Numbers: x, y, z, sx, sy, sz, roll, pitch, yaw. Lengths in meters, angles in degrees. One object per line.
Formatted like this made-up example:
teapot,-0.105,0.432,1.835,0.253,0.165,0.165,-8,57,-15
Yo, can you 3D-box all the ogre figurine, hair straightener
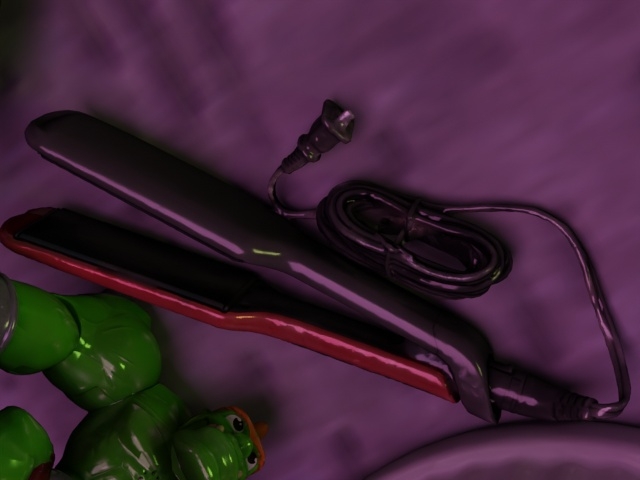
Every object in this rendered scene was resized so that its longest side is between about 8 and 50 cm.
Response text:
ogre figurine,-0.082,0.091,0.502,0.197,0.118,0.097,51,123,10
hair straightener,0.000,0.000,0.487,0.230,0.047,0.089,22,112,15

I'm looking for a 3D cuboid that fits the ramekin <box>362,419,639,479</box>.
ramekin,0.082,0.206,0.470,0.272,0.127,0.273,6,107,21
